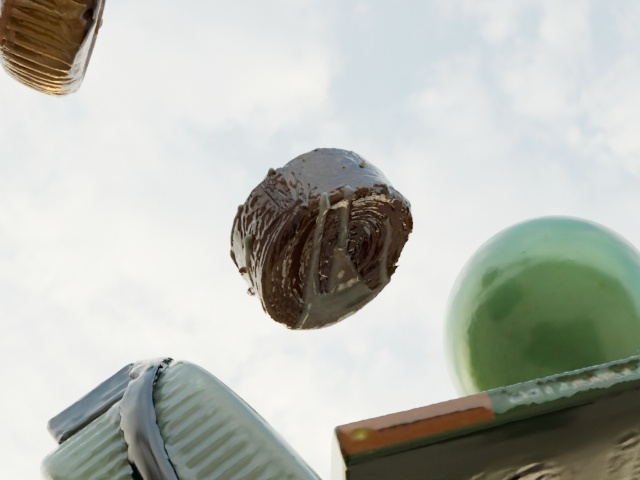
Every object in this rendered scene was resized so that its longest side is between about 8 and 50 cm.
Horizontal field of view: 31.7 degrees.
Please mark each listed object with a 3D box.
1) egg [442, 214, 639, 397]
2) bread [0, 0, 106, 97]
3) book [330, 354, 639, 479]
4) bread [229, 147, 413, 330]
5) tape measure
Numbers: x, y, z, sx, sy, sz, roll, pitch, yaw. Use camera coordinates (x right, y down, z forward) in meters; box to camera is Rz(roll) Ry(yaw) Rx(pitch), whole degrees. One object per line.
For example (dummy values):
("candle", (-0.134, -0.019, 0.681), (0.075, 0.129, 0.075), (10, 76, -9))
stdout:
("egg", (0.231, 0.098, 1.127), (0.220, 0.220, 0.269), (13, -41, 5))
("bread", (-0.283, -0.250, 1.194), (0.104, 0.199, 0.199), (16, -59, -10))
("book", (0.188, 0.170, 0.780), (0.371, 0.043, 0.260), (-11, -45, -11))
("bread", (0.000, 0.000, 0.970), (0.160, 0.073, 0.160), (-23, -43, -23))
("tape measure", (-0.060, 0.146, 0.519), (0.235, 0.115, 0.207), (40, -21, 36))
